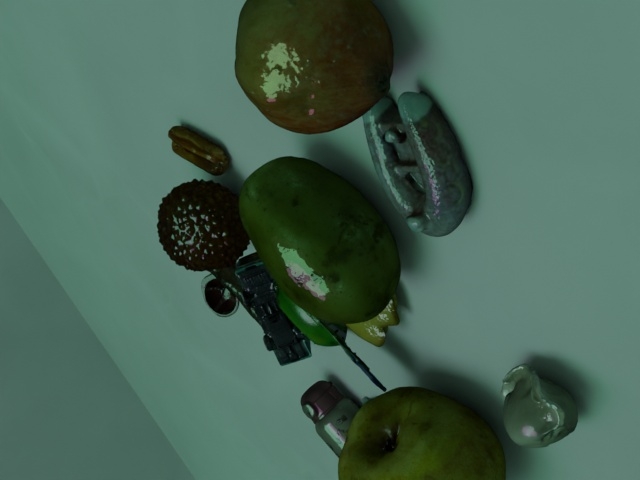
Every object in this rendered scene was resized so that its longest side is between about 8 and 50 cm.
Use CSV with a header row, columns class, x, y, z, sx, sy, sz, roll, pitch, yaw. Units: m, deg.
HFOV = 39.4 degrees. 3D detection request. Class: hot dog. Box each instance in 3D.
class,x,y,z,sx,sy,sz,roll,pitch,yaw
hot dog,-0.244,-0.180,1.789,0.165,0.045,0.071,29,143,36

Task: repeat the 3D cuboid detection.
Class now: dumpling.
class,x,y,z,sx,sy,sz,roll,pitch,yaw
dumpling,0.332,0.254,1.380,0.188,0.108,0.127,101,153,-72

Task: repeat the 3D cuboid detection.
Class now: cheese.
class,x,y,z,sx,sy,sz,roll,pitch,yaw
cheese,0.015,0.167,1.718,0.320,0.083,0.204,45,178,25

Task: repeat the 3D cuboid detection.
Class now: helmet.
class,x,y,z,sx,sy,sz,roll,pitch,yaw
helmet,-0.225,0.119,2.102,0.089,0.057,0.111,-18,100,24

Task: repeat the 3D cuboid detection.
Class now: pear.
class,x,y,z,sx,sy,sz,roll,pitch,yaw
pear,0.184,0.422,1.596,0.304,0.304,0.304,37,149,27

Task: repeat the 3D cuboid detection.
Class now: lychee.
class,x,y,z,sx,sy,sz,roll,pitch,yaw
lychee,-0.234,-0.025,1.814,0.200,0.200,0.238,35,157,30

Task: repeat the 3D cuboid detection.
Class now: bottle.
class,x,y,z,sx,sy,sz,roll,pitch,yaw
bottle,0.053,0.412,1.969,0.233,0.110,0.110,47,152,8

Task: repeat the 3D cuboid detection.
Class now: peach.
class,x,y,z,sx,sy,sz,roll,pitch,yaw
peach,-0.003,-0.242,1.186,0.232,0.232,0.233,37,149,27

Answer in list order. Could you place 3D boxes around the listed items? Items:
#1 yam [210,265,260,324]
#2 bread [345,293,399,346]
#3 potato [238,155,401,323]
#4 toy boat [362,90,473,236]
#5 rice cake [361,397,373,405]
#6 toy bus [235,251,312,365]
class,x,y,z,sx,sy,sz,roll,pitch,yaw
yam,-0.195,0.092,2.021,0.253,0.061,0.061,44,151,15
bread,0.076,0.092,1.618,0.187,0.065,0.149,44,141,22
potato,0.003,-0.002,1.456,0.304,0.215,0.216,58,153,5
toy boat,0.129,-0.102,1.276,0.155,0.085,0.228,6,128,53
rice cake,0.149,0.421,1.883,0.206,0.063,0.069,48,150,6
toy bus,-0.097,0.141,1.877,0.109,0.091,0.262,-96,-14,-63
